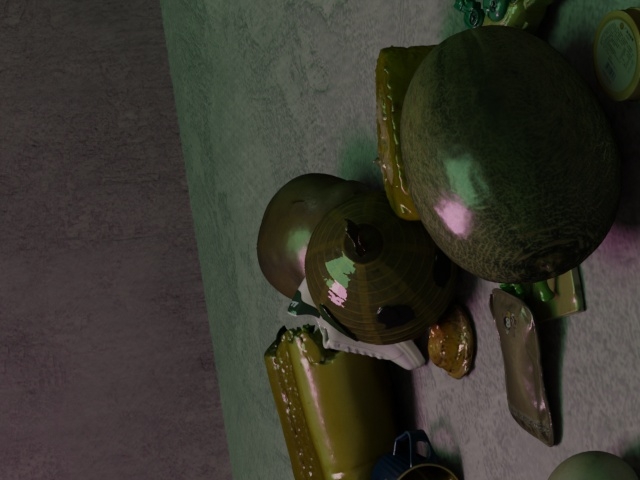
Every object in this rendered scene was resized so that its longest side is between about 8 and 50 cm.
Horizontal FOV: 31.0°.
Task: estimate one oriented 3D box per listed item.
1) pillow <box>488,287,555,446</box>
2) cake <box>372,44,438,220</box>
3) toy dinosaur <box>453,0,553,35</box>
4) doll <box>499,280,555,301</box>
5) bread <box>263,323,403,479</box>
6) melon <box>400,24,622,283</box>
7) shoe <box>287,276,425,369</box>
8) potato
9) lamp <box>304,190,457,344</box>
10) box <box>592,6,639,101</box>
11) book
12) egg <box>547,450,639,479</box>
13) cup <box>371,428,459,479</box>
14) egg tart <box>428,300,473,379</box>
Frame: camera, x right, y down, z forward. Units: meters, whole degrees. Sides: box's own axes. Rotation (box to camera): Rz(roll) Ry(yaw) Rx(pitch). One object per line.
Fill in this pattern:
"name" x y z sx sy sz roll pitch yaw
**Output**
"pillow" 0.282 0.176 1.598 0.130 0.033 0.218 -145 42 -65
"cake" 0.158 -0.156 1.716 0.179 0.156 0.261 92 174 -80
"toy dinosaur" 0.253 -0.300 1.483 0.259 0.094 0.153 120 141 -50
"doll" 0.273 0.032 1.544 0.190 0.050 0.115 124 129 -75
"bread" 0.038 0.321 2.136 0.251 0.208 0.377 -177 75 -67
"melon" 0.222 -0.106 1.369 0.249 0.248 0.329 114 145 -58
"shoe" 0.057 0.156 1.982 0.265 0.110 0.095 43 173 -12
"potato" 0.000 0.000 2.132 0.243 0.221 0.326 -61 22 -3
"lamp" 0.089 0.031 1.803 0.284 0.250 0.250 52 -159 -63
"box" 0.346 -0.208 1.292 0.105 0.037 0.106 173 90 -73
"book" 0.295 0.027 1.570 0.192 0.013 0.168 147 116 -70
"egg" 0.327 0.316 1.397 0.152 0.114 0.114 117 143 -54
"cup" 0.157 0.404 1.958 0.155 0.131 0.177 -172 80 -76
"egg tart" 0.203 0.160 1.850 0.129 0.049 0.129 176 90 -73
